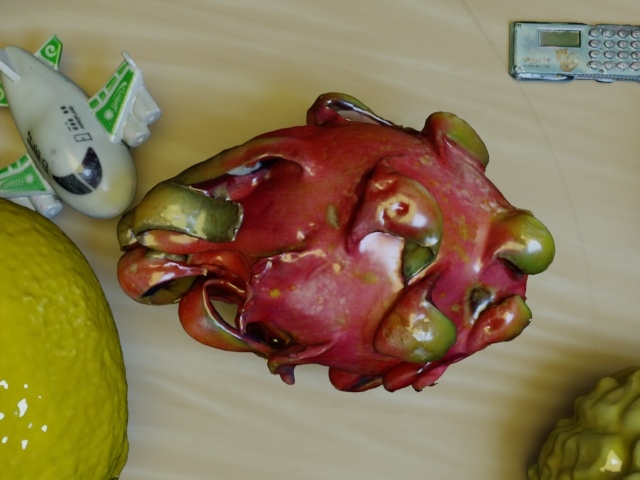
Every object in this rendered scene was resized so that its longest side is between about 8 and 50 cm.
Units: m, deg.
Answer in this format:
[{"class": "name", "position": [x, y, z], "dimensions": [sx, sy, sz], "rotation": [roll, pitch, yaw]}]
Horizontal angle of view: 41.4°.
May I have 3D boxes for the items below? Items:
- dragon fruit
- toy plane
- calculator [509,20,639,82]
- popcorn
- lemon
[{"class": "dragon fruit", "position": [0.009, 0.015, 0.653], "dimensions": [0.307, 0.227, 0.243], "rotation": [-29, 86, -2]}, {"class": "toy plane", "position": [-0.216, -0.092, 0.704], "dimensions": [0.174, 0.080, 0.174], "rotation": [0, 90, 11]}, {"class": "calculator", "position": [0.260, -0.173, 0.781], "dimensions": [0.172, 0.018, 0.057], "rotation": [1, 87, -3]}, {"class": "popcorn", "position": [0.289, 0.220, 0.669], "dimensions": [0.249, 0.225, 0.249], "rotation": [1, 82, -5]}, {"class": "lemon", "position": [-0.267, 0.104, 0.619], "dimensions": [0.245, 0.245, 0.319], "rotation": [-17, 94, -5]}]
